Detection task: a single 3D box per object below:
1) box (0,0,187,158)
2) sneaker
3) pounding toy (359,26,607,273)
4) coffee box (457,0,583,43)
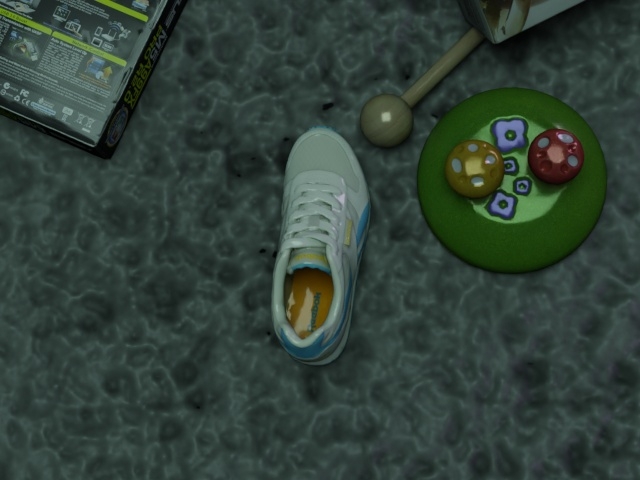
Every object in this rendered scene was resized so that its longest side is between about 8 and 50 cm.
[{"bbox_3d":[-0.289,-0.232,1.418,0.270,0.060,0.216,23,82,9],"label":"box"},{"bbox_3d":[0.000,0.000,1.331,0.087,0.092,0.229,0,79,7],"label":"sneaker"},{"bbox_3d":[0.163,-0.087,1.322,0.183,0.110,0.237,-39,79,-2],"label":"pounding toy"},{"bbox_3d":[0.166,-0.357,1.294,0.168,0.119,0.297,-25,114,0],"label":"coffee box"}]
